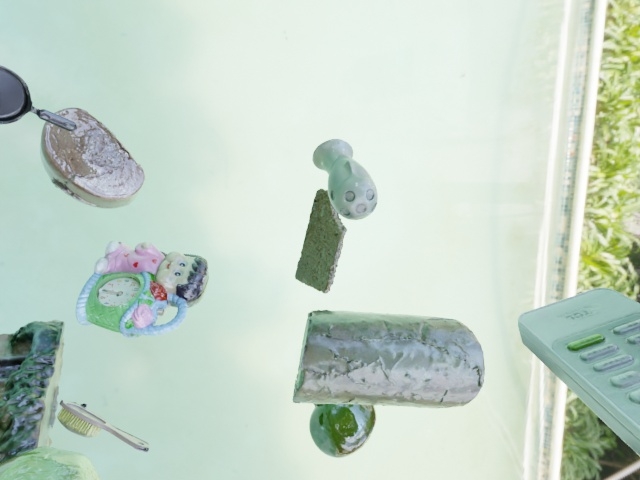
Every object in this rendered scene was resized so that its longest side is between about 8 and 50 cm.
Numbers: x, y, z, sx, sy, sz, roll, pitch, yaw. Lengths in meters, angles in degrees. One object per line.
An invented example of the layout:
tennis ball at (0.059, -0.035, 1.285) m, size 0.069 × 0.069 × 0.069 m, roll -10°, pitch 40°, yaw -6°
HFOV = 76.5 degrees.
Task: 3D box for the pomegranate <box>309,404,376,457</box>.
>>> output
pomegranate at (0.036, 0.453, 1.080) m, size 0.187 × 0.225 × 0.187 m, roll -47°, pitch 167°, yaw -15°

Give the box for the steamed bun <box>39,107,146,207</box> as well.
steamed bun at (-0.688, -0.206, 1.192) m, size 0.301 × 0.251 × 0.199 m, roll 49°, pitch 53°, yaw -22°

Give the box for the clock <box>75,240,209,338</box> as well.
clock at (-0.321, 0.092, 0.767) m, size 0.100 × 0.195 × 0.194 m, roll 101°, pitch -4°, yaw -46°

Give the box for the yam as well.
yam at (0.104, 0.205, 0.704) m, size 0.304 × 0.168 × 0.168 m, roll 5°, pitch 92°, yaw -10°

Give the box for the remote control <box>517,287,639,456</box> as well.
remote control at (0.254, 0.110, 0.291) m, size 0.250 × 0.103 × 0.034 m, roll -106°, pitch 177°, yaw -70°

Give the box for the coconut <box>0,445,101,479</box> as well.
coconut at (-0.432, 0.418, 0.568) m, size 0.236 × 0.204 × 0.236 m, roll 1°, pitch 87°, yaw -21°

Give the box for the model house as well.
model house at (-0.876, 0.436, 0.985) m, size 0.400 × 0.445 × 0.395 m, roll 5°, pitch 132°, yaw -26°

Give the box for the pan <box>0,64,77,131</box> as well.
pan at (-0.688, -0.311, 0.931) m, size 0.235 × 0.028 × 0.136 m, roll 22°, pitch 109°, yaw -46°

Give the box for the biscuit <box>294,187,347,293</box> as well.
biscuit at (0.008, -0.002, 0.965) m, size 0.026 × 0.131 × 0.237 m, roll 13°, pitch 92°, yaw -42°

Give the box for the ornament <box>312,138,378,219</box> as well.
ornament at (0.039, -0.097, 0.634) m, size 0.074 × 0.156 × 0.081 m, roll -9°, pitch 133°, yaw -9°

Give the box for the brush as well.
brush at (-0.605, 0.530, 1.123) m, size 0.072 × 0.312 × 0.067 m, roll 62°, pitch 47°, yaw -67°
